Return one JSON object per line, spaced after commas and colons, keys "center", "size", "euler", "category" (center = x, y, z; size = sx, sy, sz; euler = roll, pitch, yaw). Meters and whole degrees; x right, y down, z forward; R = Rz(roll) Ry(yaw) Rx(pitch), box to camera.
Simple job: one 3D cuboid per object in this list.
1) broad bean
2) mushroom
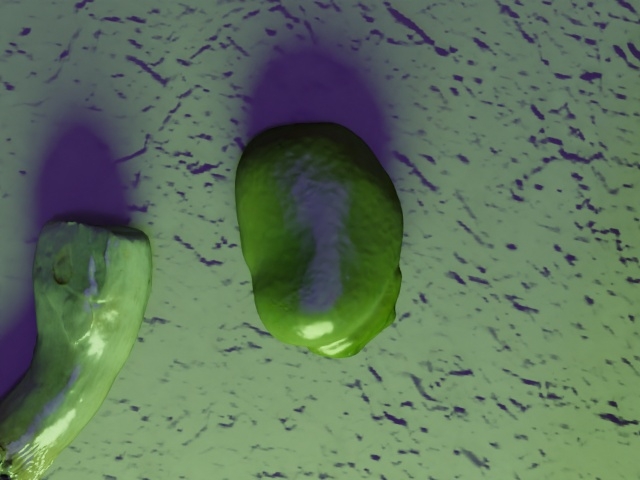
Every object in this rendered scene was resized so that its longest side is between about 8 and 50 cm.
{"center": [0.000, 0.000, 1.405], "size": [0.124, 0.082, 0.174], "euler": [-2, 96, -1], "category": "broad bean"}
{"center": [-0.192, 0.090, 1.404], "size": [0.092, 0.081, 0.223], "euler": [20, 96, -23], "category": "mushroom"}
